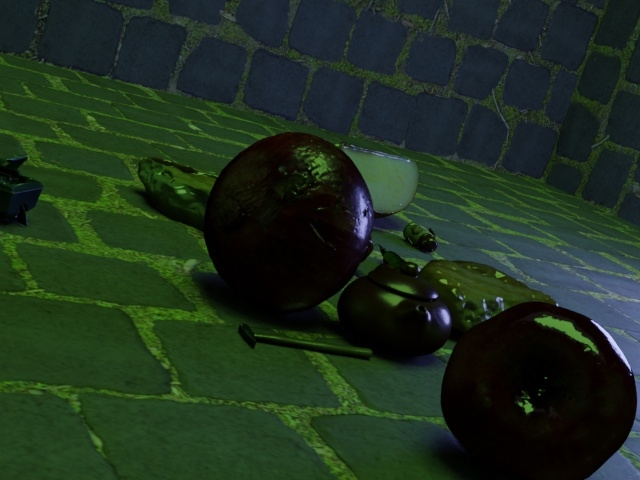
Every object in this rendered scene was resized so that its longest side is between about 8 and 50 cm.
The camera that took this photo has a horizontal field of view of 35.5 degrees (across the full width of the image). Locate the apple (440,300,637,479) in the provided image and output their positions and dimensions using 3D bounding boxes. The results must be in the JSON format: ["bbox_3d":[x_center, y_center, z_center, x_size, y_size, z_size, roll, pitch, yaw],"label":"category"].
[{"bbox_3d":[0.264,0.184,1.195,0.233,0.234,0.234,16,13,-4],"label":"apple"}]

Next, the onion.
[{"bbox_3d":[-0.053,-0.031,1.528,0.276,0.276,0.276,16,13,-4],"label":"onion"}]

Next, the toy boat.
[{"bbox_3d":[-0.558,-0.106,1.585,0.246,0.103,0.093,17,13,14],"label":"toy boat"}]

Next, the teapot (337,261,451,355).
[{"bbox_3d":[0.117,0.091,1.551,0.178,0.135,0.252,18,13,-15],"label":"teapot"}]

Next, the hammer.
[{"bbox_3d":[-0.016,0.147,1.407,0.198,0.013,0.062,11,14,-22],"label":"hammer"}]

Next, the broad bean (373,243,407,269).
[{"bbox_3d":[0.144,0.055,1.948,0.069,0.039,0.227,21,11,-9],"label":"broad bean"}]

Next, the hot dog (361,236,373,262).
[{"bbox_3d":[0.001,0.003,1.854,0.160,0.099,0.226,15,7,32],"label":"hot dog"}]

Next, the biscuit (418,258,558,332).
[{"bbox_3d":[0.286,0.110,1.781,0.274,0.091,0.213,9,18,-25],"label":"biscuit"}]

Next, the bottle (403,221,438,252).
[{"bbox_3d":[0.234,-0.006,2.295,0.047,0.063,0.101,48,-5,-36],"label":"bottle"}]

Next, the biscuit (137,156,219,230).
[{"bbox_3d":[-0.207,-0.067,1.939,0.329,0.078,0.335,18,13,-9],"label":"biscuit"}]

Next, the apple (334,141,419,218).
[{"bbox_3d":[0.089,-0.144,2.405,0.346,0.179,0.254,4,31,-50],"label":"apple"}]
